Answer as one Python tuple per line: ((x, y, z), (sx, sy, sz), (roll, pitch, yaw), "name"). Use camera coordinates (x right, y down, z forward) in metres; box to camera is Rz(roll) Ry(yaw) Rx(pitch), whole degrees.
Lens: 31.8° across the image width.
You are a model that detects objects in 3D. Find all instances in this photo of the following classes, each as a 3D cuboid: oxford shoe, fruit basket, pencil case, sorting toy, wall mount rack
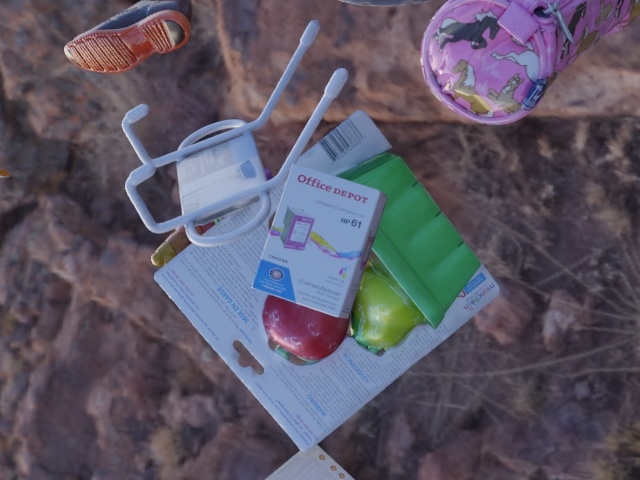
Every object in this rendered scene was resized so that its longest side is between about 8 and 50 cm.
((-0.354, -0.388, 2.101), (0.271, 0.097, 0.098), (-10, 47, 22), "oxford shoe")
((0.015, 0.056, 1.502), (0.353, 0.327, 0.165), (-38, 13, 5), "fruit basket")
((0.274, -0.274, 1.361), (0.167, 0.386, 0.160), (16, 123, 28), "pencil case")
((-0.199, -0.022, 1.958), (0.127, 0.126, 0.365), (62, 147, 4), "sorting toy")
((-0.104, -0.144, 1.458), (0.304, 0.130, 0.350), (-23, 30, 2), "wall mount rack")

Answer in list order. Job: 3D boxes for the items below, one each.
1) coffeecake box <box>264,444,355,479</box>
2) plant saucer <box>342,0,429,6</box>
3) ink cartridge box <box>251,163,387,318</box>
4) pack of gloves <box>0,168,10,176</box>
((0.003, 0.404, 1.632), (0.185, 0.142, 0.068), (41, 130, 16), "coffeecake box")
((0.119, -0.404, 1.415), (0.311, 0.050, 0.310), (-9, 45, 10), "plant saucer")
((0.000, 0.000, 1.027), (0.089, 0.052, 0.122), (18, 88, 13), "ink cartridge box")
((-0.584, -0.123, 1.558), (0.232, 0.195, 0.046), (2, 84, 28), "pack of gloves")
